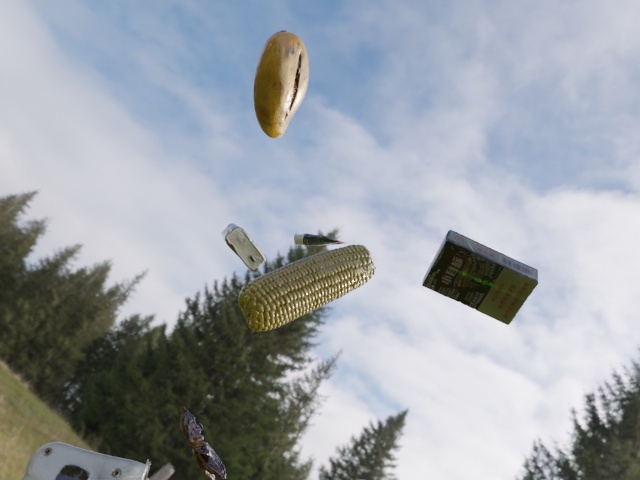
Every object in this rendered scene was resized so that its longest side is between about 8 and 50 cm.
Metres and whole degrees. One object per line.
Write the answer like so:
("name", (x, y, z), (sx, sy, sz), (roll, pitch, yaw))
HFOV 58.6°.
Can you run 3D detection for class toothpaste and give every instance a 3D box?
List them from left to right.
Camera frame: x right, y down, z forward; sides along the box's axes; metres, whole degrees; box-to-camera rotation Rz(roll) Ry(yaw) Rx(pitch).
("toothpaste", (0.000, 0.000, 2.107), (0.194, 0.045, 0.071), (4, -5, 24))

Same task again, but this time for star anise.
("star anise", (-0.295, 0.535, 1.442), (0.212, 0.054, 0.157), (40, -32, 39))

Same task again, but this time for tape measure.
("tape measure", (-0.547, 0.583, 1.276), (0.259, 0.265, 0.130), (16, -46, -2))

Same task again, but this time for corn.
("corn", (-0.028, 0.105, 1.357), (0.131, 0.345, 0.131), (46, -33, 43))

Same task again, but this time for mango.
("mango", (-0.109, -0.438, 1.608), (0.120, 0.294, 0.177), (9, 5, 29))

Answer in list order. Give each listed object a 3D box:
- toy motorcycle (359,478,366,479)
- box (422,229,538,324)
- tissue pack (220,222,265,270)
("toy motorcycle", (0.158, 0.921, 1.889), (0.152, 0.224, 0.073), (2, -15, 46))
("box", (0.509, 0.118, 1.827), (0.310, 0.084, 0.198), (25, -55, 5))
("tissue pack", (-0.310, 0.020, 2.288), (0.183, 0.092, 0.226), (49, -5, -14))
